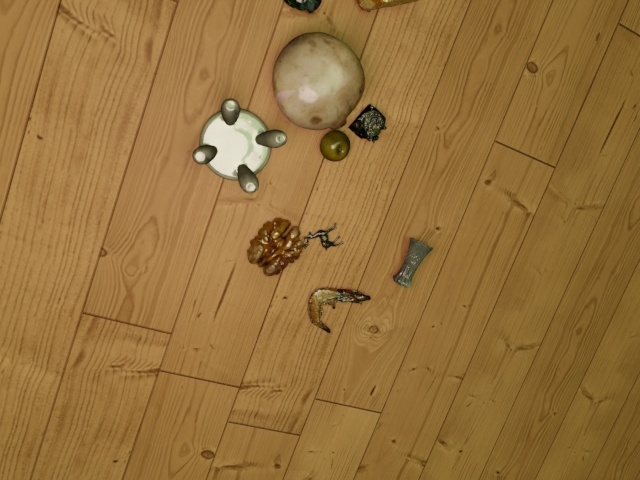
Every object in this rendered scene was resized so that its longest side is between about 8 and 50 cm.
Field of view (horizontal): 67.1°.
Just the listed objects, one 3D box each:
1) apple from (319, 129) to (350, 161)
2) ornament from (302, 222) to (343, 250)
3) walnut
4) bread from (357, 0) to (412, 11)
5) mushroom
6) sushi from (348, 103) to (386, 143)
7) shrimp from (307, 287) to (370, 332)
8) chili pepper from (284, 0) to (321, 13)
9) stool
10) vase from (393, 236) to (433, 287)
[{"bbox_3d":[0.043,-0.266,1.365,0.090,0.074,0.089,-14,125,-21],"label":"apple"},{"bbox_3d":[0.000,0.000,1.442,0.125,0.028,0.073,-22,107,-10],"label":"ornament"},{"bbox_3d":[-0.127,0.021,1.390,0.143,0.069,0.170,38,91,-5],"label":"walnut"},{"bbox_3d":[0.193,-0.662,1.291,0.188,0.103,0.065,-15,109,-15],"label":"bread"},{"bbox_3d":[-0.006,-0.406,1.260,0.255,0.184,0.254,-4,107,-15],"label":"mushroom"},{"bbox_3d":[0.143,-0.332,1.385,0.085,0.056,0.083,38,85,-18],"label":"sushi"},{"bbox_3d":[0.056,0.219,1.502,0.195,0.035,0.147,3,100,-8],"label":"shrimp"},{"bbox_3d":[-0.046,-0.693,1.220,0.108,0.062,0.216,-11,128,-13],"label":"chili pepper"},{"bbox_3d":[-0.212,-0.240,1.243,0.195,0.198,0.195,31,96,-20],"label":"stool"},{"bbox_3d":[0.282,0.072,1.508,0.081,0.081,0.148,22,101,-18],"label":"vase"}]
